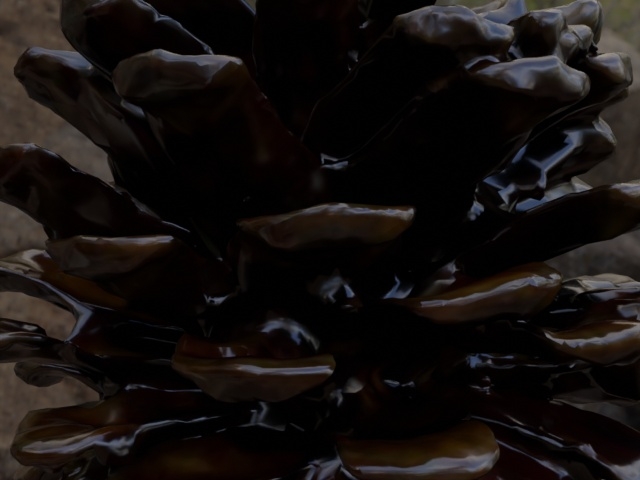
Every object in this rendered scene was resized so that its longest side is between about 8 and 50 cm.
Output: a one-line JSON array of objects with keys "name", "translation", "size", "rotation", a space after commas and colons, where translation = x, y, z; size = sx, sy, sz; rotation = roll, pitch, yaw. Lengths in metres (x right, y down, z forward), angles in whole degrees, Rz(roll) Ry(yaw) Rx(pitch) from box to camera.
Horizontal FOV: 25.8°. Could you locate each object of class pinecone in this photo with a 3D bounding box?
[{"name": "pinecone", "translation": [0.000, 0.000, 0.726], "size": [0.397, 0.398, 0.398], "rotation": [16, 29, -9]}]
